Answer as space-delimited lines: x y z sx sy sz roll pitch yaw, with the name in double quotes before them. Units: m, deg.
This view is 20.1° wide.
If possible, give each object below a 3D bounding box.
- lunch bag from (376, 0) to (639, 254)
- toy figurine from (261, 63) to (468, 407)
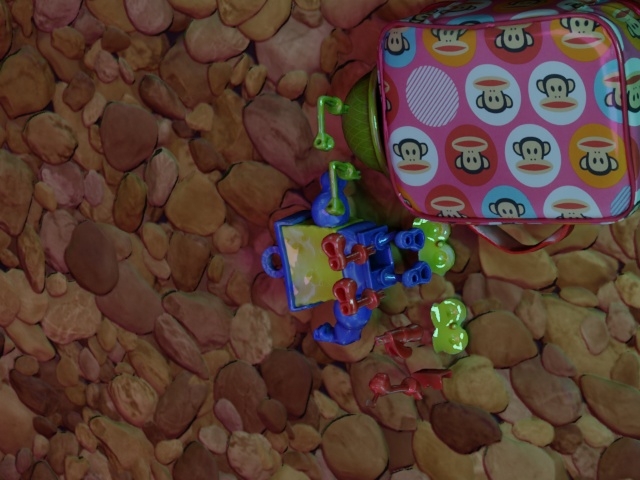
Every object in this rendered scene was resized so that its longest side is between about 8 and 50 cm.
"lunch bag" 0.204 -0.112 1.820 0.293 0.120 0.258 4 109 34
"toy figurine" 0.000 0.000 1.975 0.217 0.191 0.362 -2 104 41
